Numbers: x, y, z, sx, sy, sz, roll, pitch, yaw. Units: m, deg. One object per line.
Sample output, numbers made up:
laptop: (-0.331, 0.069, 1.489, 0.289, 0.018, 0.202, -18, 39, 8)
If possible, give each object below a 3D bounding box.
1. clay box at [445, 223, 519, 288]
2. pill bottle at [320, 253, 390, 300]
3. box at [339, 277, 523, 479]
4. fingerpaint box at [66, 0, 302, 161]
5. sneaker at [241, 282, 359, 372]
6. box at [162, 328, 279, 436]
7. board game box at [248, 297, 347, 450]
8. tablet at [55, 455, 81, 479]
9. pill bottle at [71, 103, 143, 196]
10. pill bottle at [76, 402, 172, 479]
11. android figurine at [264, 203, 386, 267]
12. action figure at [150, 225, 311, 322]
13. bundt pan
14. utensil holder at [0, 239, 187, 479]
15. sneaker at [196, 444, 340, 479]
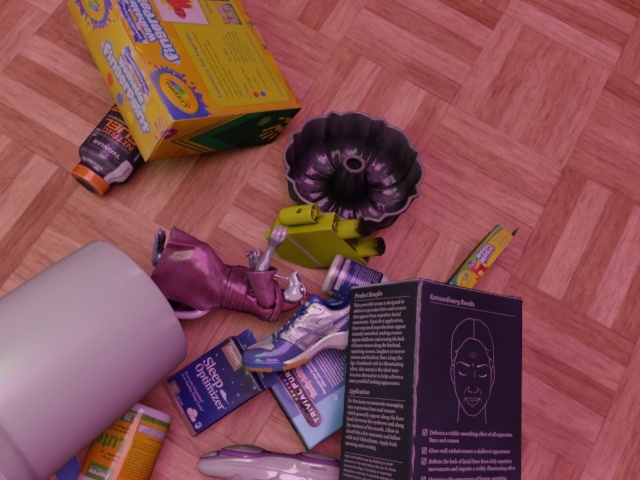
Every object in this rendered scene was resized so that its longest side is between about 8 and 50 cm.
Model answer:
clay box: (0.365, 0.051, 1.683, 0.053, 0.127, 0.222, 40, 72, 7)
pill bottle: (0.094, 0.103, 1.573, 0.169, 0.094, 0.094, 24, 71, 3)
box: (0.221, 0.292, 1.415, 0.293, 0.212, 0.395, 13, 76, -34)
fingerpaint box: (-0.314, -0.423, 1.678, 0.371, 0.163, 0.445, -17, 72, -43)
sneaker: (-0.030, 0.176, 1.498, 0.296, 0.112, 0.131, -18, 105, -11)
box: (-0.214, 0.301, 1.547, 0.225, 0.036, 0.136, -35, 76, 8)
board game box: (0.046, 0.264, 1.605, 0.336, 0.079, 0.254, -30, 76, -14)
tablet: (-0.525, 0.491, 1.513, 0.054, 0.006, 0.083, -21, 74, -12)
pill bottle: (-0.472, -0.222, 1.690, 0.130, 0.130, 0.245, 31, 72, 5)
pill bottle: (-0.408, 0.453, 1.467, 0.136, 0.136, 0.245, 18, 71, 1)
android figurine: (0.000, 0.000, 1.610, 0.273, 0.248, 0.056, -5, 59, 36)
action figure: (-0.190, 0.105, 1.548, 0.370, 0.248, 0.275, 16, 72, 3)
bundt pan: (0.070, -0.143, 1.697, 0.331, 0.124, 0.331, 4, 56, -6)
utensil holder: (-0.489, 0.227, 1.341, 0.327, 0.327, 0.385, 45, 57, 9)
sneaker: (-0.109, 0.507, 1.492, 0.305, 0.114, 0.152, 7, 85, 3)
